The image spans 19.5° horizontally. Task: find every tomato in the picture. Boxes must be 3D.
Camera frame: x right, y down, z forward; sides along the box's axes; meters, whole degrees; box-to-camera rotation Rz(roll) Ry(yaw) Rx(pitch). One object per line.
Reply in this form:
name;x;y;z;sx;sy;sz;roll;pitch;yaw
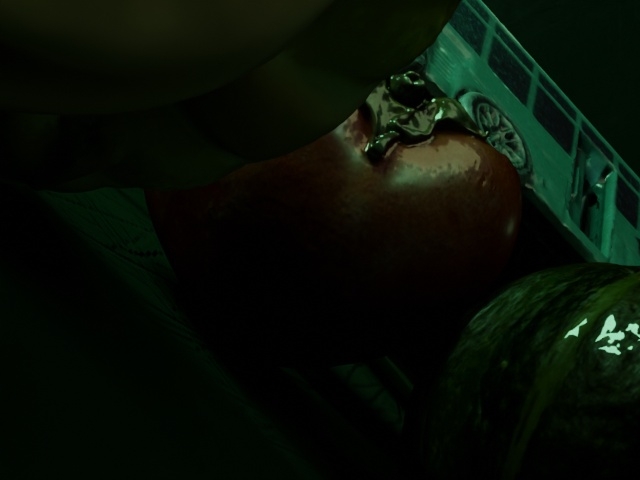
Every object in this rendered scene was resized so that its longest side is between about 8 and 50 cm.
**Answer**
tomato;0.000;0.000;0.732;0.159;0.139;0.091;25;53;-18

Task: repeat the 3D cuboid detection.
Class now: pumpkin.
pumpkin;0.139;0.112;0.721;0.238;0.159;0.238;28;-8;4

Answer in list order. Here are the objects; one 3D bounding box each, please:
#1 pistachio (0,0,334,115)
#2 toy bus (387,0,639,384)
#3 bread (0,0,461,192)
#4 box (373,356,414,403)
pistachio;-0.116;-0.149;0.374;0.321;0.229;0.238;35;40;-21
toy bus;0.091;0.008;0.879;0.256;0.128;0.147;45;31;-18
bread;-0.079;-0.180;0.573;0.333;0.333;0.160;46;19;-1
box;0.160;0.078;1.111;0.329;0.178;0.253;49;7;35
